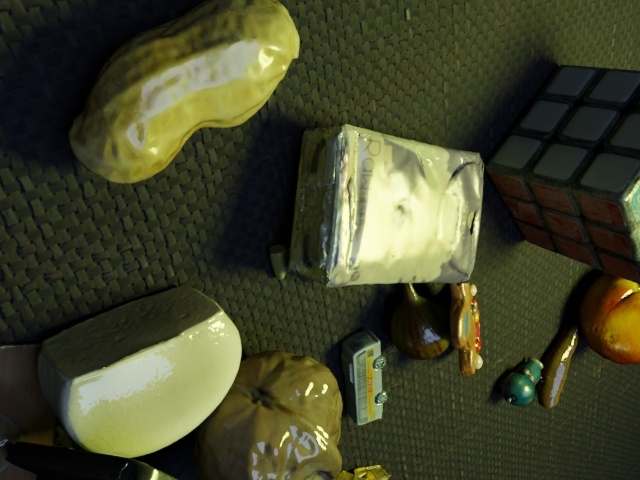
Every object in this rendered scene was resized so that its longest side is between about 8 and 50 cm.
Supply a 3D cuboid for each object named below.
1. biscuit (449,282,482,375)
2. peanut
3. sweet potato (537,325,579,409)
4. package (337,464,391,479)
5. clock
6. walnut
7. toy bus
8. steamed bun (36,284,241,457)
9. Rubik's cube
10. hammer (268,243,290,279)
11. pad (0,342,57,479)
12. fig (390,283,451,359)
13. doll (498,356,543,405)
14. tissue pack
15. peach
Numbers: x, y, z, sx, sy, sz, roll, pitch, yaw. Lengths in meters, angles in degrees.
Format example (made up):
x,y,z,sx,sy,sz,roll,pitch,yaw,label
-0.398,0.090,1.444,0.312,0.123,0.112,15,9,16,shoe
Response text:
x,y,z,sx,sy,sz,roll,pitch,yaw,label
0.303,0.168,1.148,0.324,0.049,0.205,63,29,-54,biscuit
-0.159,-0.186,0.666,0.306,0.147,0.147,-35,126,-17,peanut
0.658,0.349,1.559,0.077,0.077,0.243,18,88,-41,sweet potato
0.091,0.533,1.212,0.131,0.047,0.071,16,101,-42,package
-0.236,0.340,0.724,0.273,0.279,0.049,49,46,-37,clock
-0.078,0.306,0.868,0.227,0.273,0.273,-2,115,3,walnut
0.084,0.268,1.090,0.075,0.064,0.190,-16,118,-18,toy bus
-0.232,0.181,0.749,0.242,0.146,0.164,-22,118,-35,steamed bun
0.580,-0.142,1.141,0.301,0.304,0.305,-52,132,-8,Rubik's cube
0.000,0.000,0.938,0.195,0.028,0.060,-29,129,-26,hammer
-0.478,0.260,0.682,0.284,0.018,0.286,6,105,-39,pad
0.183,0.121,1.077,0.124,0.124,0.236,-27,112,-26,fig
0.528,0.375,1.462,0.152,0.085,0.114,-38,139,-32,doll
0.116,-0.046,0.923,0.344,0.125,0.242,3,95,-37,tissue pack
0.841,0.217,1.531,0.281,0.238,0.281,-12,132,-13,peach
